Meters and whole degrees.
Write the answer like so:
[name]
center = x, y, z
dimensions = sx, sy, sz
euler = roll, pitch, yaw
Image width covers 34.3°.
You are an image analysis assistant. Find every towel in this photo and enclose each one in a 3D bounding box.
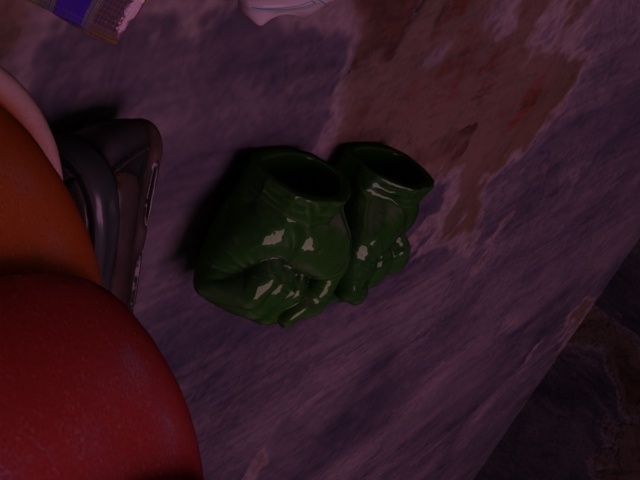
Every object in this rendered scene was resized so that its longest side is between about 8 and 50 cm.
[towel]
center = -0.119, -0.141, 0.560
dimensions = 0.060, 0.009, 0.083
euler = -51, 158, 7

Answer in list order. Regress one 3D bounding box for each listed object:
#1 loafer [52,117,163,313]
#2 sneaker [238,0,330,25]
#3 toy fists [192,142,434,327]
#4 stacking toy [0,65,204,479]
[loafer]
center = -0.151, 0.038, 0.687
dimensions = 0.084, 0.096, 0.267
euler = -35, 153, -45
[sneaker]
center = 0.004, -0.183, 0.681
dimensions = 0.152, 0.053, 0.061
euler = -23, 156, -37
[toy fists]
center = 0.000, 0.000, 0.903
dimensions = 0.279, 0.096, 0.142
euler = -13, 140, -58
[stacking toy]
center = -0.130, 0.165, 0.408
dimensions = 0.351, 0.480, 0.350
euler = -40, 156, -22
